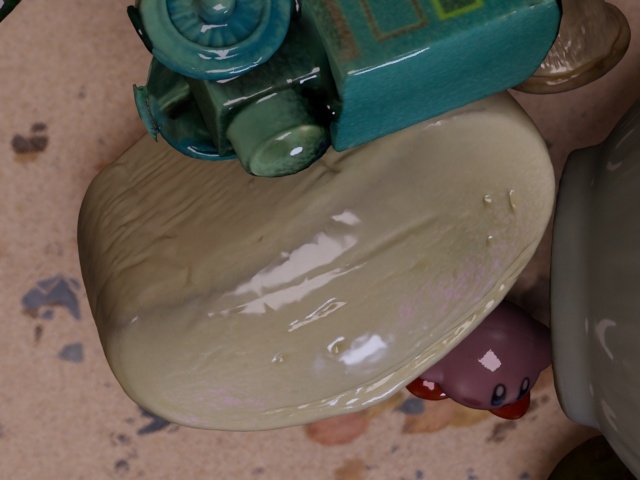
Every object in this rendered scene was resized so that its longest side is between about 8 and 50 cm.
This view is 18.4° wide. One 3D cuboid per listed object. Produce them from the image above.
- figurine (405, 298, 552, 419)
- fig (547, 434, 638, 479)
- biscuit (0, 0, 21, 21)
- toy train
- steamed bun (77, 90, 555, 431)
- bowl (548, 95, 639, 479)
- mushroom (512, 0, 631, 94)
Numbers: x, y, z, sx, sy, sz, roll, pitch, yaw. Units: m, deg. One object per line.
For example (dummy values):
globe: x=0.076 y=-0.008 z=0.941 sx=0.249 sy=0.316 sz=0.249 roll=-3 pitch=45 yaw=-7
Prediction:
figurine: x=0.093 y=0.066 z=1.148 sx=0.083 sy=0.071 sz=0.067 roll=-1 pitch=66 yaw=-15
fig: x=0.180 y=0.208 z=1.167 sx=0.127 sy=0.133 sz=0.184 roll=-4 pitch=113 yaw=-44
biscuit: x=-0.281 y=-0.250 z=1.009 sx=0.287 sy=0.057 sz=0.343 roll=-10 pitch=108 yaw=-4
toy train: x=-0.026 y=-0.177 z=0.948 sx=0.194 sy=0.120 sz=0.298 roll=-21 pitch=71 yaw=-9
steamed bun: x=0.000 y=0.000 z=1.048 sx=0.250 sy=0.200 sz=0.155 roll=-36 pitch=122 yaw=-1
bowl: x=0.209 y=0.023 z=1.048 sx=0.158 sy=0.337 sz=0.337 roll=0 pitch=109 yaw=16
mushroom: x=0.090 y=-0.192 z=1.044 sx=0.096 sy=0.108 sz=0.247 roll=-28 pitch=110 yaw=-9
